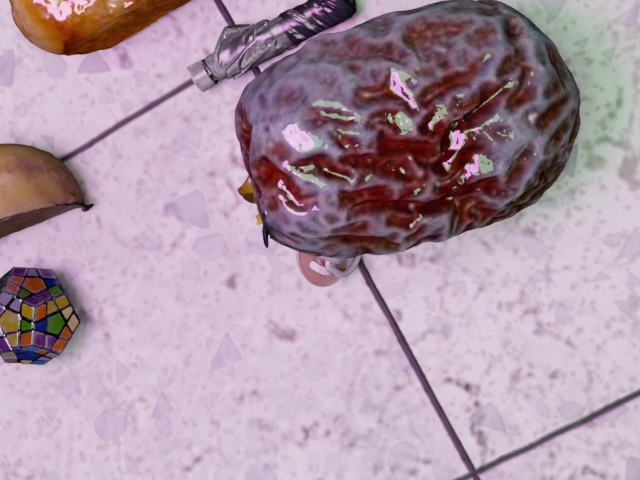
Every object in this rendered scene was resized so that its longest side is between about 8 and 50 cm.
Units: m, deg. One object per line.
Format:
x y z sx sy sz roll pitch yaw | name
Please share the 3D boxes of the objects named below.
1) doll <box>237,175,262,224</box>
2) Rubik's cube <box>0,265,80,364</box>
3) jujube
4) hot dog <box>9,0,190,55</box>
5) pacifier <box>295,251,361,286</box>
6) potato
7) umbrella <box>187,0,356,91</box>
-0.035 -0.070 1.453 0.078 0.077 0.113 40 136 35 | doll
-0.312 0.081 1.511 0.093 0.111 0.111 -28 87 -10 | Rubik's cube
0.076 -0.100 1.314 0.317 0.226 0.226 -20 90 -10 | jujube
-0.148 -0.358 1.382 0.405 0.185 0.223 -27 89 14 | hot dog
0.000 0.000 1.445 0.078 0.081 0.099 1 69 46 | pacifier
-0.380 -0.036 1.497 0.243 0.138 0.098 -23 84 13 | potato
-0.051 -0.210 1.444 0.188 0.046 0.050 -26 74 19 | umbrella
